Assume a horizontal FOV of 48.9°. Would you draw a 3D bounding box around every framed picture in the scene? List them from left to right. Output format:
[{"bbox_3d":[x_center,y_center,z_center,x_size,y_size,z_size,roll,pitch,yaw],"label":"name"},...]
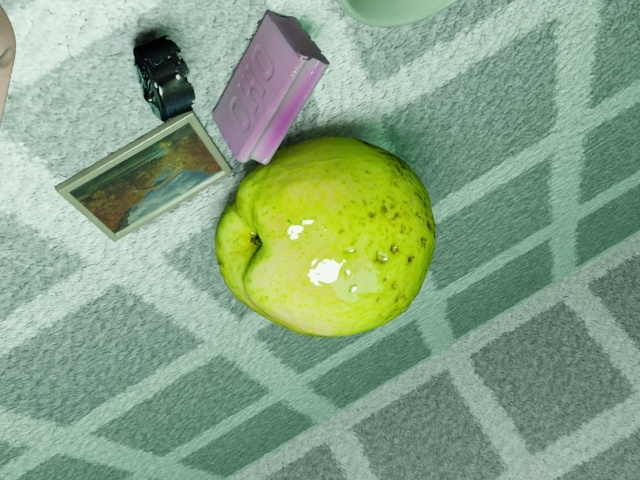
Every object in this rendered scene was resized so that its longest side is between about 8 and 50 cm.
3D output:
[{"bbox_3d":[-0.286,-0.102,1.177,0.249,0.016,0.184,-29,149,-1],"label":"framed picture"}]

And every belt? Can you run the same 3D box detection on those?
[{"bbox_3d":[-0.218,-0.220,0.967,0.058,0.105,0.140,-26,175,-15],"label":"belt"}]

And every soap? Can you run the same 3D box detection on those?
[{"bbox_3d":[-0.080,-0.227,1.066,0.065,0.122,0.203,1,137,-42],"label":"soap"}]

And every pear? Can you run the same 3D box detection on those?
[{"bbox_3d":[0.000,0.000,1.255,0.390,0.391,0.391,-22,149,-14],"label":"pear"}]

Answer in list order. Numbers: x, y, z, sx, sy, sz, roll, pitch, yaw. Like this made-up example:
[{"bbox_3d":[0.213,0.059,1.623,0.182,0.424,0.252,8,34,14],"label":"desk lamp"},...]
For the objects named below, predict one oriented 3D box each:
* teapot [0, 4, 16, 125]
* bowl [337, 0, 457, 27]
[{"bbox_3d":[-0.458,-0.167,0.617,0.362,0.375,0.306,-64,179,34],"label":"teapot"},{"bbox_3d":[0.113,-0.430,0.898,0.289,0.146,0.289,-23,156,-11],"label":"bowl"}]
